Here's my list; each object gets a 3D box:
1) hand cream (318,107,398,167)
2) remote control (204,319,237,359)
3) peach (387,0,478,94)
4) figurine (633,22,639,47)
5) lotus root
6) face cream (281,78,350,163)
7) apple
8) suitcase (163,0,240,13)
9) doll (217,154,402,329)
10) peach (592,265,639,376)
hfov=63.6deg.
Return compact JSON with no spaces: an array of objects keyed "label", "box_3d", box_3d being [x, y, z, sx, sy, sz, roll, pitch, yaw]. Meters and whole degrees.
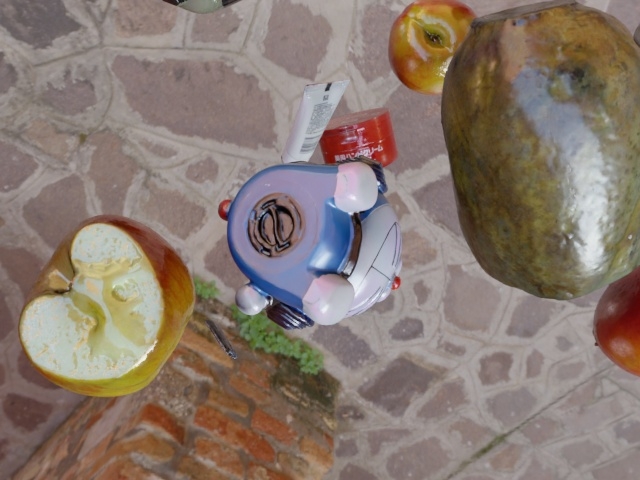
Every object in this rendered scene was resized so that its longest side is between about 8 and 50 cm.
[{"label":"hand cream","box_3d":[0.090,-0.241,1.264,0.192,0.193,0.126,-16,110,7]},{"label":"remote control","box_3d":[-0.182,0.180,0.955,0.014,0.096,0.039,-42,139,-4]},{"label":"peach","box_3d":[0.229,-0.386,1.035,0.190,0.192,0.191,0,92,11]},{"label":"figurine","box_3d":[0.375,-0.197,0.290,0.342,0.167,0.285,-44,113,0]},{"label":"lotus root","box_3d":[0.280,-0.116,0.642,0.250,0.251,0.346,-19,117,8]},{"label":"face cream","box_3d":[-0.022,-0.223,1.005,0.092,0.058,0.244,-18,162,-27]},{"label":"apple","box_3d":[-0.237,0.074,0.587,0.173,0.160,0.195,31,80,-8]},{"label":"suitcase","box_3d":[-0.209,-0.564,0.900,0.351,0.339,0.194,31,145,25]},{"label":"doll","box_3d":[0.000,0.000,0.744,0.240,0.310,0.285,28,94,22]},{"label":"peach","box_3d":[0.518,0.109,0.755,0.189,0.196,0.226,31,134,-8]}]
